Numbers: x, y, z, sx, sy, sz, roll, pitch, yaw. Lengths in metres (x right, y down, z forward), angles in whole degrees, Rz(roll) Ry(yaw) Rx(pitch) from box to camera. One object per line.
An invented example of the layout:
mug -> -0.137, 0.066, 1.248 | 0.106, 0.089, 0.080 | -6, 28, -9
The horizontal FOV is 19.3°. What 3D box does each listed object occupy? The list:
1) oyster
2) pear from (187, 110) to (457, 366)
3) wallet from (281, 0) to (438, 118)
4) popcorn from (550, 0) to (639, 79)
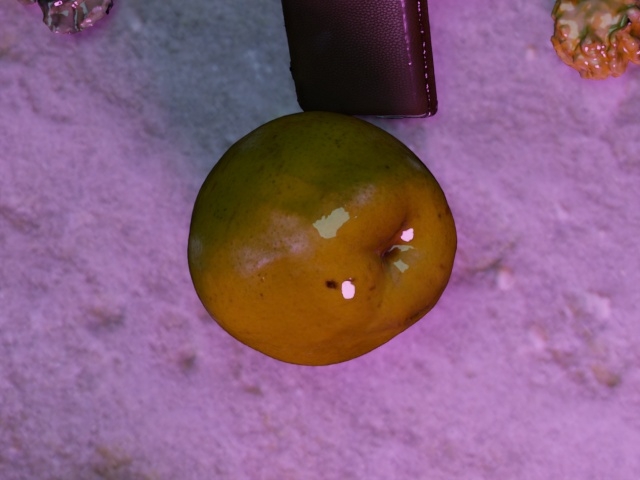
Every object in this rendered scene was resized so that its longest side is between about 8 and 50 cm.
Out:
oyster -> -0.176, -0.255, 1.479 | 0.106, 0.061, 0.200 | 17, 83, 14
pear -> 0.001, 0.001, 1.337 | 0.198, 0.198, 0.198 | -2, 80, 10
wallet -> 0.025, -0.176, 1.373 | 0.110, 0.198, 0.031 | 0, 39, 12
popcorn -> 0.211, -0.161, 1.395 | 0.083, 0.057, 0.082 | -19, 71, 10
